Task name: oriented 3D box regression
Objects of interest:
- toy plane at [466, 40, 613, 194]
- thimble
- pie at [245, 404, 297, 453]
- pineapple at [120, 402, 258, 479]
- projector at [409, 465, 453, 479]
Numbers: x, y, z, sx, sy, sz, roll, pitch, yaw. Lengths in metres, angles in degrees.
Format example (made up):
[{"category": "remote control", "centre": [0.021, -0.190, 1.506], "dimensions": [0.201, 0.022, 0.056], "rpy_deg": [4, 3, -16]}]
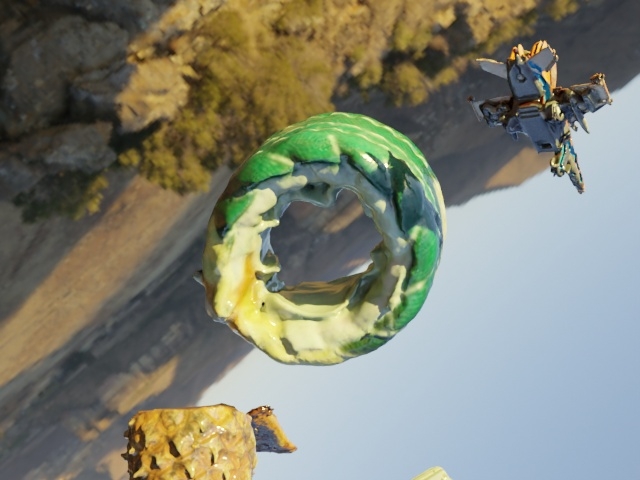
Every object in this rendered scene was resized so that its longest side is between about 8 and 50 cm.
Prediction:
[{"category": "toy plane", "centre": [0.213, -0.102, 0.819], "dimensions": [0.135, 0.188, 0.062], "rpy_deg": [0, -140, 39]}, {"category": "thimble", "centre": [0.000, 0.000, 0.995], "dimensions": [0.288, 0.254, 0.167], "rpy_deg": [-33, -171, 18]}, {"category": "pie", "centre": [-0.095, 0.278, 1.268], "dimensions": [0.088, 0.033, 0.191], "rpy_deg": [-20, 147, -1]}, {"category": "pineapple", "centre": [-0.145, 0.325, 0.990], "dimensions": [0.158, 0.278, 0.158], "rpy_deg": [-3, 168, -1]}, {"category": "projector", "centre": [0.220, 0.539, 1.541], "dimensions": [0.099, 0.256, 0.192], "rpy_deg": [-47, 158, 27]}]
